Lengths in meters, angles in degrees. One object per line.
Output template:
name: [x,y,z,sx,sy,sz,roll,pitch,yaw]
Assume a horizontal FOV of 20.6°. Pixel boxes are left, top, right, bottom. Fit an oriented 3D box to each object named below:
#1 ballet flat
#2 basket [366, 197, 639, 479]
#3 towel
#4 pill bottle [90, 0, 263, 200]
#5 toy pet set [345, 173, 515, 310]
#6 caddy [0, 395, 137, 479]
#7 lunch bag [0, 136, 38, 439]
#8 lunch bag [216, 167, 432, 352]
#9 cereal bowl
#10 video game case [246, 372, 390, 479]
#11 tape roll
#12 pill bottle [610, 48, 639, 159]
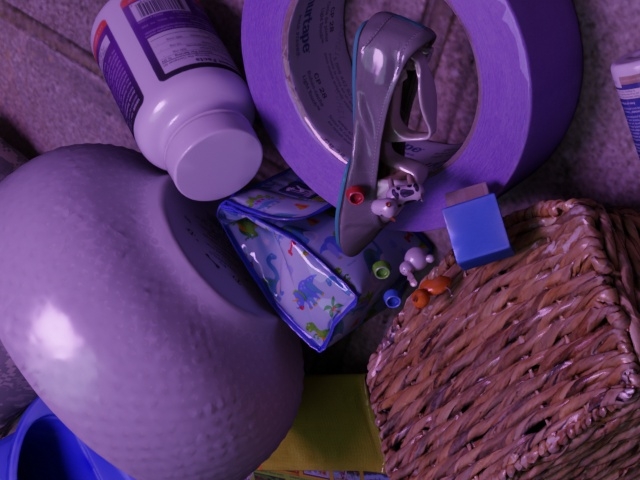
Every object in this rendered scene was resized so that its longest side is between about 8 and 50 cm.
ballet flat: [0.054,-0.073,1.372,0.068,0.072,0.213,17,122,20]
basket: [0.211,0.105,1.443,0.299,0.223,0.214,-43,50,42]
towel: [-0.041,0.176,1.682,0.237,0.021,0.102,-4,110,38]
pill bottle: [-0.120,-0.127,1.519,0.193,0.108,0.108,61,141,39]
toy pet set: [0.090,0.009,1.358,0.114,0.065,0.122,-17,125,8]
caddy: [-0.200,0.295,1.754,0.179,0.241,0.341,-19,100,48]
lunch bag: [-0.358,0.061,1.790,0.256,0.212,0.305,40,133,-7]
lunch bag: [0.000,0.000,1.527,0.151,0.129,0.096,43,128,15]
cereal bowl: [-0.132,0.046,1.534,0.141,0.339,0.339,-39,86,22]
video game case: [0.021,0.227,1.694,0.227,0.026,0.206,6,115,34]
tape roll: [0.070,-0.150,1.427,0.274,0.090,0.275,17,121,31]
pill bottle: [0.266,-0.087,1.323,0.067,0.067,0.120,-11,105,40]
